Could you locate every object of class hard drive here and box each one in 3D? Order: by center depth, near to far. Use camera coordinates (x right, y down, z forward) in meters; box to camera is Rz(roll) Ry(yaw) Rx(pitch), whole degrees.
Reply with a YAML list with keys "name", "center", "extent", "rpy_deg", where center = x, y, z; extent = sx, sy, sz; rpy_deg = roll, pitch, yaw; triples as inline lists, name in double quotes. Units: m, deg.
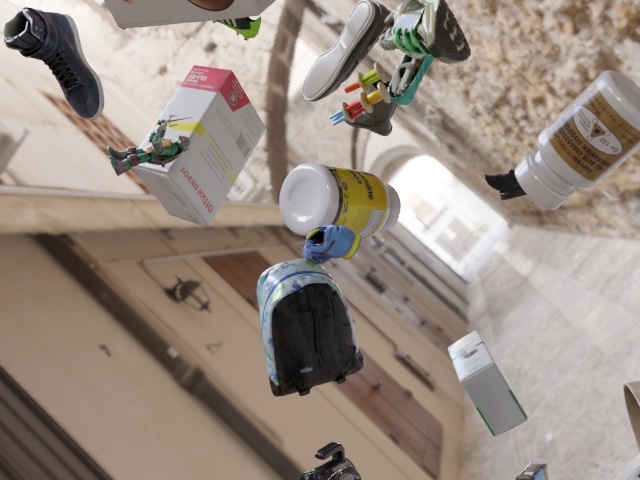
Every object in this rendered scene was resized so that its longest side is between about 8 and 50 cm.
- name: "hard drive"
  center: [0.715, 0.520, 1.774]
  extent: [0.233, 0.047, 0.353]
  rpy_deg: [-46, -24, 0]

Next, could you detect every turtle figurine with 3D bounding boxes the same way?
- name: "turtle figurine"
  center: [-0.425, -0.244, 2.042]
  extent: [0.234, 0.118, 0.175]
  rpy_deg: [-23, 14, -6]

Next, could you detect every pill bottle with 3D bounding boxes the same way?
- name: "pill bottle"
  center: [0.443, -0.162, 1.336]
  extent: [0.229, 0.131, 0.131]
  rpy_deg: [-48, -6, 35]
- name: "pill bottle"
  center: [0.065, -0.099, 2.115]
  extent: [0.334, 0.188, 0.188]
  rpy_deg: [2, -46, -50]

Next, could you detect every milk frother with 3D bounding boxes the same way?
- name: "milk frother"
  center: [0.046, 0.530, 1.747]
  extent: [0.134, 0.143, 0.129]
  rpy_deg: [-5, -64, -59]

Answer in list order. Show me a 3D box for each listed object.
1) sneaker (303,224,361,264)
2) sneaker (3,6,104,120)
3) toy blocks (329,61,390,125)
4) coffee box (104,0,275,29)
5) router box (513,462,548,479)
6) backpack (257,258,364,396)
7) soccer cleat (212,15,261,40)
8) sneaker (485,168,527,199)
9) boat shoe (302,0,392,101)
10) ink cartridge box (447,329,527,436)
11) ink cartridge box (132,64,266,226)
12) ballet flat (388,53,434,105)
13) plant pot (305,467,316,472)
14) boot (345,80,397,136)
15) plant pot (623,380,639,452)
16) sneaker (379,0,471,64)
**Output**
- name: "sneaker"
  center: [0.000, 0.000, 1.543]
  extent: [0.209, 0.082, 0.069]
  rpy_deg: [-11, 57, 67]
- name: "sneaker"
  center: [-0.507, -0.334, 1.499]
  extent: [0.086, 0.226, 0.163]
  rpy_deg: [-25, -3, 18]
- name: "toy blocks"
  center: [0.085, -0.337, 1.854]
  extent: [0.148, 0.123, 0.054]
  rpy_deg: [-25, -42, 24]
- name: "coffee box"
  center: [-0.203, -0.593, 1.343]
  extent: [0.338, 0.337, 0.334]
  rpy_deg: [-55, -43, -36]
- name: "router box"
  center: [0.497, 0.624, 1.842]
  extent: [0.046, 0.179, 0.133]
  rpy_deg: [-6, 1, 32]
- name: "backpack"
  center: [-0.048, 0.225, 2.212]
  extent: [0.290, 0.273, 0.356]
  rpy_deg: [-18, -42, -5]
- name: "soccer cleat"
  center: [-0.226, -0.552, 1.917]
  extent: [0.072, 0.178, 0.060]
  rpy_deg: [-61, 6, 30]
- name: "sneaker"
  center: [0.580, -0.174, 2.351]
  extent: [0.170, 0.089, 0.051]
  rpy_deg: [-14, 2, 21]
- name: "boat shoe"
  center: [0.075, -0.489, 2.115]
  extent: [0.095, 0.112, 0.335]
  rpy_deg: [8, -43, -37]
- name: "ink cartridge box"
  center: [0.362, 0.307, 1.736]
  extent: [0.086, 0.153, 0.208]
  rpy_deg: [-31, 9, 8]
- name: "ink cartridge box"
  center: [-0.356, -0.280, 2.349]
  extent: [0.385, 0.160, 0.279]
  rpy_deg: [-63, -30, -22]
- name: "ballet flat"
  center: [0.251, -0.480, 2.147]
  extent: [0.087, 0.083, 0.247]
  rpy_deg: [-5, -54, -46]
- name: "plant pot"
  center: [-0.064, 0.761, 2.134]
  extent: [0.229, 0.263, 0.263]
  rpy_deg: [-8, -21, -16]
- name: "boot"
  center: [0.148, -0.412, 2.386]
  extent: [0.208, 0.189, 0.076]
  rpy_deg: [80, -149, -67]
- name: "plant pot"
  center: [0.675, 0.322, 1.291]
  extent: [0.274, 0.257, 0.256]
  rpy_deg: [-17, -2, 11]
- name: "sneaker"
  center: [0.229, -0.475, 1.840]
  extent: [0.182, 0.158, 0.410]
  rpy_deg: [-29, 24, 17]
